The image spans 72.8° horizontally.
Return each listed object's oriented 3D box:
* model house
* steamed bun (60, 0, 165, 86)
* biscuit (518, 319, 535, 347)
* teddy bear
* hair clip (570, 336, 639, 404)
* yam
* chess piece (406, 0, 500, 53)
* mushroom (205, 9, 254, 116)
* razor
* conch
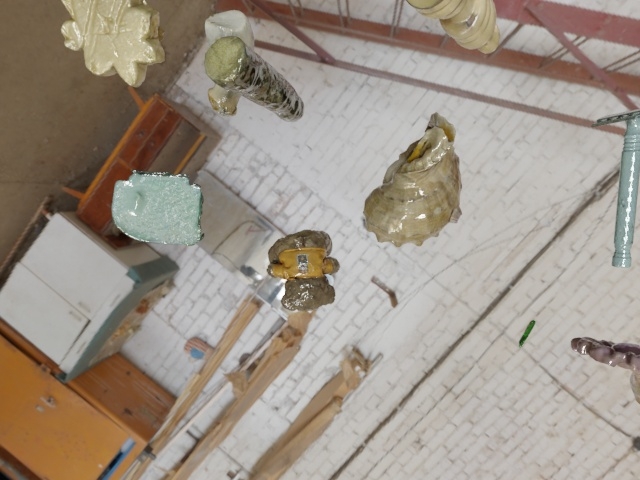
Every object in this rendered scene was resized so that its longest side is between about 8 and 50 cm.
[{"bbox_3d":[-0.274,-0.053,0.772,0.148,0.148,0.120,-176,-92,-80],"label":"model house"},{"bbox_3d":[-0.570,-0.597,1.246,0.295,0.292,0.137,-18,-157,17],"label":"steamed bun"},{"bbox_3d":[0.563,0.250,1.183,0.089,0.016,0.046,-32,144,-42],"label":"biscuit"},{"bbox_3d":[-0.037,0.071,1.017,0.177,0.190,0.140,-8,166,-8],"label":"teddy bear"},{"bbox_3d":[0.524,0.211,0.707,0.173,0.300,0.069,6,-111,43],"label":"hair clip"},{"bbox_3d":[-0.077,-0.216,0.618,0.061,0.061,0.274,-51,171,12],"label":"yam"},{"bbox_3d":[0.271,-0.451,0.832,0.307,0.139,0.124,3,134,-50],"label":"chess piece"},{"bbox_3d":[-0.184,-0.353,0.889,0.092,0.081,0.223,-17,155,-23],"label":"mushroom"},{"bbox_3d":[0.455,-0.074,0.643,0.106,0.068,0.232,-73,163,-82],"label":"razor"},{"bbox_3d":[0.225,-0.127,0.968,0.324,0.186,0.263,-47,-153,49],"label":"conch"}]
